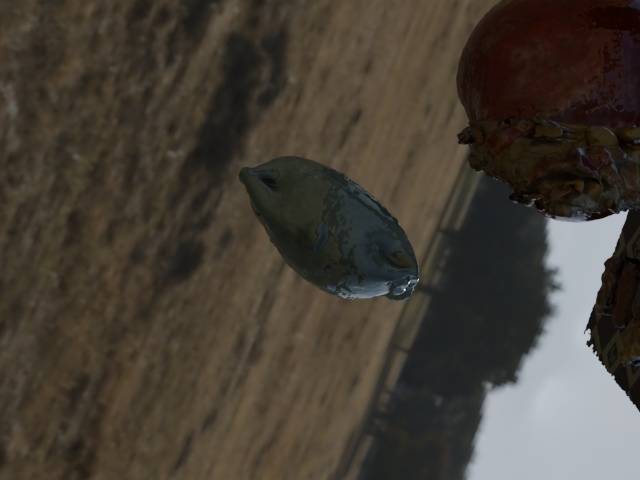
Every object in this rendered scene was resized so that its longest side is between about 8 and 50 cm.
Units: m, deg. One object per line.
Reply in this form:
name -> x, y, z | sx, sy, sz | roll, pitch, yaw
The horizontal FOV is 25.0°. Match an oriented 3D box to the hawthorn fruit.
hawthorn fruit -> 0.300, -0.164, 1.667 | 0.284, 0.284, 0.284 | 22, 90, -84

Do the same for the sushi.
sushi -> 0.377, 0.055, 1.742 | 0.290, 0.050, 0.264 | -108, -147, -68

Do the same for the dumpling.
dumpling -> -0.001, 0.003, 1.479 | 0.149, 0.216, 0.105 | -53, -177, 36

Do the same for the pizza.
pizza -> 0.226, -0.080, 1.377 | 0.287, 0.251, 0.074 | -8, 105, -49
